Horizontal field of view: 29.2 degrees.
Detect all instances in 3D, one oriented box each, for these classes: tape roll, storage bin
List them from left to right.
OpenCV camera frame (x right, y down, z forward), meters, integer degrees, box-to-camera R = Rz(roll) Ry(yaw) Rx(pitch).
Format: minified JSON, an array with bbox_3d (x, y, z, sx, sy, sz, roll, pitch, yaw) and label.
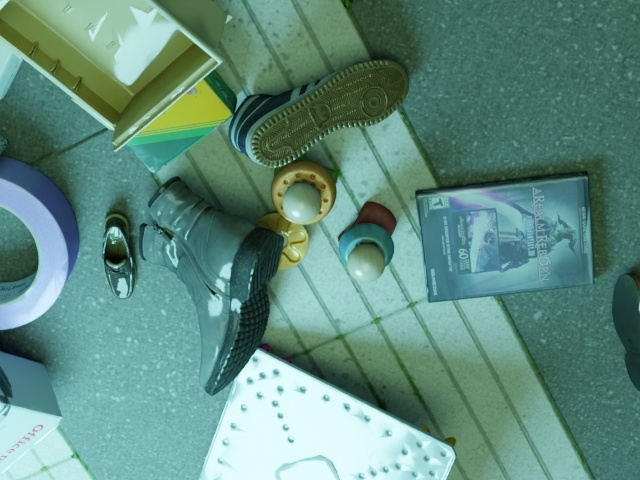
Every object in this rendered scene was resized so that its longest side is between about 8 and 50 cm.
[{"bbox_3d":[-0.534,0.004,1.988,0.274,0.090,0.275,1,114,3],"label":"tape roll"},{"bbox_3d":[-0.304,-0.290,1.688,0.262,0.123,0.260,39,126,-24],"label":"storage bin"}]

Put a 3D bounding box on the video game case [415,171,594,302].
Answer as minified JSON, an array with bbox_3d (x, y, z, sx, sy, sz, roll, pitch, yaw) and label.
[{"bbox_3d":[0.299,-0.003,1.987,0.274,0.026,0.196,-6,114,6],"label":"video game case"}]

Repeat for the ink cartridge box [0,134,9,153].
[{"bbox_3d":[-0.529,-0.143,1.906,0.063,0.115,0.029,38,110,-14],"label":"ink cartridge box"}]

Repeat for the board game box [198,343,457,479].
[{"bbox_3d":[-0.005,0.416,2.110,0.390,0.050,0.390,26,114,12],"label":"board game box"}]

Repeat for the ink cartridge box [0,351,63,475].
[{"bbox_3d":[-0.617,0.278,2.009,0.223,0.129,0.307,-40,144,17],"label":"ink cartridge box"}]

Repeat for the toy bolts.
[{"bbox_3d":[0.000,0.000,1.926,0.228,0.158,0.218,28,112,-10],"label":"toy bolts"}]

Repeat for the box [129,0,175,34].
[{"bbox_3d":[-0.236,-0.432,1.719,0.148,0.127,0.232,-28,122,30],"label":"box"}]

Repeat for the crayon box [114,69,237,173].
[{"bbox_3d":[-0.276,-0.260,1.859,0.165,0.081,0.278,-34,111,17],"label":"crayon box"}]

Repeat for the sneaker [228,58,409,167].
[{"bbox_3d":[-0.012,-0.204,1.882,0.282,0.153,0.099,-28,110,-19],"label":"sneaker"}]

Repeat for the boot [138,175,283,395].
[{"bbox_3d":[-0.194,0.071,1.984,0.222,0.118,0.338,28,121,18],"label":"boot"}]

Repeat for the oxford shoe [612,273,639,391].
[{"bbox_3d":[0.536,0.144,2.031,0.076,0.076,0.212,-24,112,-20],"label":"oxford shoe"}]

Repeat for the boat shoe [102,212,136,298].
[{"bbox_3d":[-0.334,0.032,2.013,0.056,0.049,0.152,-4,114,3],"label":"boat shoe"}]

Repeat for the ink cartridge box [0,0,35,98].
[{"bbox_3d":[-0.567,-0.345,1.817,0.278,0.117,0.201,29,112,-9],"label":"ink cartridge box"}]
